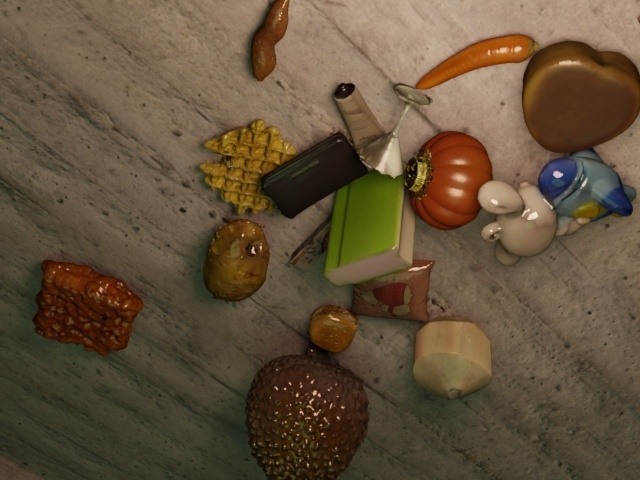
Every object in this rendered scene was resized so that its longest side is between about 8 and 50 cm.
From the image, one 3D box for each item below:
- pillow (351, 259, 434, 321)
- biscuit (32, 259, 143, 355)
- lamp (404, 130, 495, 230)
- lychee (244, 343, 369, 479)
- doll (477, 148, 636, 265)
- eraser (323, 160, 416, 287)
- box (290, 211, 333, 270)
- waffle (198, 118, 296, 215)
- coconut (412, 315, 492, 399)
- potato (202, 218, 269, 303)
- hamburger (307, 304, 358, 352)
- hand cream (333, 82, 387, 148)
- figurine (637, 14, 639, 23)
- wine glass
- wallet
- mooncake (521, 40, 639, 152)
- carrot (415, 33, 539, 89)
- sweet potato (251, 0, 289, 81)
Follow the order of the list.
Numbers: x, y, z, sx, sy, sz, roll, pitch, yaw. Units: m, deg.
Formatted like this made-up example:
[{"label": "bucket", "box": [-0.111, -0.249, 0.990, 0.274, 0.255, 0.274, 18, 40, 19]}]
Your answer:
[{"label": "pillow", "box": [0.191, 0.133, 2.005, 0.223, 0.084, 0.236, 5, 136, 6]}, {"label": "biscuit", "box": [-0.709, 0.209, 2.244, 0.318, 0.111, 0.312, 21, 130, -8]}, {"label": "lamp", "box": [0.288, -0.133, 1.654, 0.196, 0.223, 0.223, 10, 135, -17]}, {"label": "lychee", "box": [-0.041, 0.524, 2.208, 0.380, 0.433, 0.380, 8, 164, 2]}, {"label": "doll", "box": [0.522, -0.088, 1.636, 0.365, 0.376, 0.187, -23, 82, 8]}, {"label": "eraser", "box": [0.119, -0.038, 1.744, 0.210, 0.274, 0.092, -19, 134, 29]}, {"label": "box", "box": [0.000, 0.000, 1.954, 0.055, 0.040, 0.218, 33, 130, -16]}, {"label": "waffle", "box": [-0.166, -0.170, 1.824, 0.261, 0.056, 0.250, -22, 125, 22]}, {"label": "coconut", "box": [0.360, 0.334, 2.058, 0.241, 0.241, 0.241, 6, 133, 6]}, {"label": "potato", "box": [-0.224, 0.061, 1.987, 0.172, 0.140, 0.300, 20, 136, -1]}, {"label": "hamburger", "box": [0.034, 0.255, 2.150, 0.138, 0.083, 0.147, 22, 129, -3]}, {"label": "hand cream", "box": [0.084, -0.282, 1.678, 0.087, 0.054, 0.186, -16, 135, 20]}, {"label": "figurine", "box": [0.744, -0.376, 1.385, 0.172, 0.247, 0.177, -21, 162, -16]}, {"label": "wine glass", "box": [0.170, -0.244, 1.638, 0.122, 0.122, 0.183, 22, 122, -8]}, {"label": "wallet", "box": [-0.020, -0.151, 1.772, 0.250, 0.044, 0.149, -28, 131, 14]}, {"label": "mooncake", "box": [0.526, -0.291, 1.530, 0.234, 0.117, 0.235, 8, 135, 8]}, {"label": "carrot", "box": [0.316, -0.375, 1.543, 0.271, 0.066, 0.062, -11, 85, 24]}, {"label": "sweet potato", "box": [-0.109, -0.434, 1.577, 0.065, 0.051, 0.218, 21, 132, -3]}]
